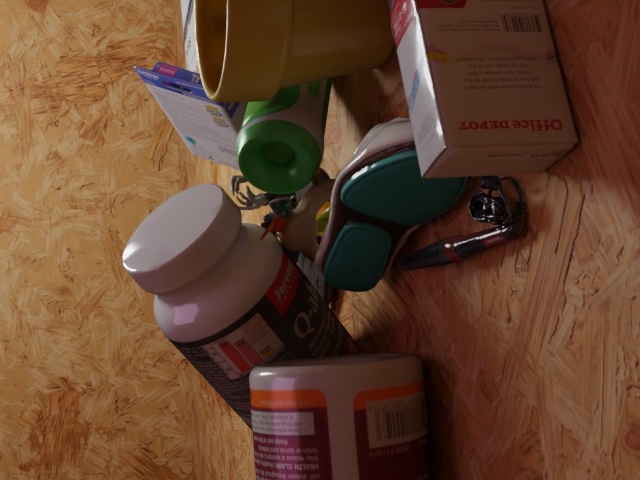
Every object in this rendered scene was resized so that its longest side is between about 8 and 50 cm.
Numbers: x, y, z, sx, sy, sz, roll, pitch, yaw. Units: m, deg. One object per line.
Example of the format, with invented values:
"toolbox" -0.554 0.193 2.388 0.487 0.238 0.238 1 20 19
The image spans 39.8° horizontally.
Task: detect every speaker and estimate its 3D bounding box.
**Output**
"speaker" -0.047 -0.204 1.313 0.297 0.131 0.131 -83 5 -47

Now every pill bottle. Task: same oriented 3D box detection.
"pill bottle" 0.033 0.345 1.101 0.224 0.224 0.393 162 105 -73
"pill bottle" -0.108 0.108 1.278 0.363 0.210 0.210 54 -179 -31

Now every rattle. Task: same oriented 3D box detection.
"rattle" -0.037 -0.039 1.271 0.143 0.199 0.130 42 128 40

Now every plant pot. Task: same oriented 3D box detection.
"plant pot" -0.031 -0.312 1.171 0.254 0.238 0.254 177 90 -74

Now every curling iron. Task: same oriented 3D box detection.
"curling iron" 0.150 -0.004 0.974 0.274 0.035 0.068 135 134 -67

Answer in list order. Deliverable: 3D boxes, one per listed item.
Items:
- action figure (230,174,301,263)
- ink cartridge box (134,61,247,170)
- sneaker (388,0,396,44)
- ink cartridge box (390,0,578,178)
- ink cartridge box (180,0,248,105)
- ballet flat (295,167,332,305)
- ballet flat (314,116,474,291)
"action figure" -0.093 -0.085 1.594 0.164 0.140 0.276 -114 23 -77
"ink cartridge box" -0.217 -0.242 1.714 0.065 0.185 0.311 -63 -25 -16
"sneaker" 0.108 -0.338 0.934 0.115 0.105 0.281 -110 23 -45
"ink cartridge box" 0.144 -0.149 0.805 0.072 0.127 0.175 126 138 -66
"ink cartridge box" -0.180 -0.481 1.762 0.285 0.166 0.395 145 120 -71
"ballet flat" 0.000 0.000 1.459 0.084 0.058 0.250 16 115 50
"ballet flat" 0.078 -0.066 1.078 0.400 0.139 0.139 119 144 -62
